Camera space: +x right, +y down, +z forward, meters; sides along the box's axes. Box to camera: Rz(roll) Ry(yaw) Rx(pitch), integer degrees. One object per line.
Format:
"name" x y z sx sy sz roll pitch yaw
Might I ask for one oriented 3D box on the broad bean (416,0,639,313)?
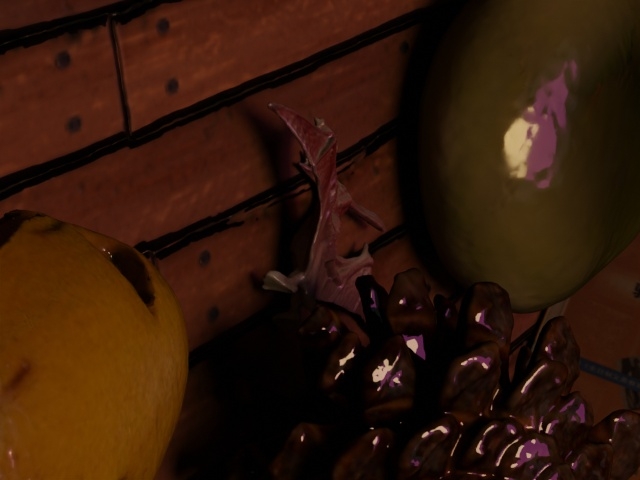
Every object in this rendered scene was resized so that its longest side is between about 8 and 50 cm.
"broad bean" 0.157 -0.076 1.237 0.291 0.119 0.238 -29 125 -52

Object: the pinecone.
"pinecone" 0.052 0.119 0.988 0.202 0.201 0.229 -53 140 -34

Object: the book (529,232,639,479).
"book" 0.236 0.089 1.339 0.018 0.170 0.241 101 13 -53

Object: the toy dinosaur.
"toy dinosaur" 0.001 0.000 1.063 0.220 0.032 0.108 70 32 -47

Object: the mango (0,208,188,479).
"mango" -0.133 0.077 0.751 0.262 0.130 0.167 -53 137 -51
